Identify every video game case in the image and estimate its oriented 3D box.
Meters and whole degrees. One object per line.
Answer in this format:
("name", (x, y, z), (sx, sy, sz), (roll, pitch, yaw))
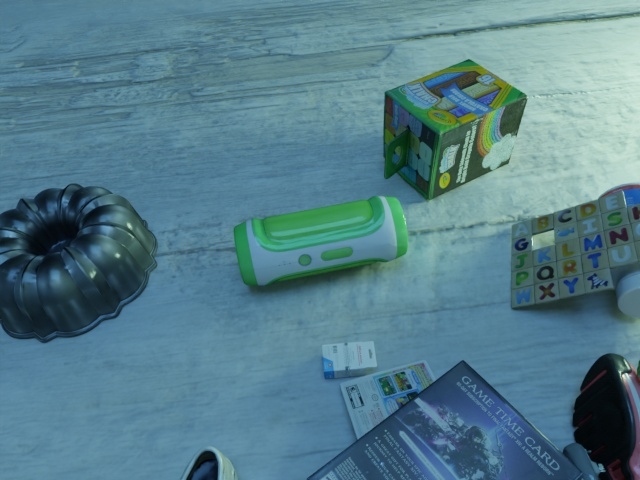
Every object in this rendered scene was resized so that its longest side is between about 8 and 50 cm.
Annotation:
("video game case", (0.149, 0.293, 0.616), (0.274, 0.026, 0.196), (-29, 50, -22))
("video game case", (0.116, 0.254, 0.725), (0.143, 0.019, 0.157), (-13, 38, -7))

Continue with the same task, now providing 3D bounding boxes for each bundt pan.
("bundt pan", (-0.486, 0.016, 0.937), (0.330, 0.124, 0.331), (-3, 49, 3))

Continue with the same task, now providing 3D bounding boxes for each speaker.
("speaker", (0.000, 0.000, 0.907), (0.296, 0.131, 0.131), (-11, 48, -4))

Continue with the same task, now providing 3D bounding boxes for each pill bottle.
("pill bottle", (0.539, 0.017, 0.845), (0.124, 0.124, 0.221), (7, 50, 11))

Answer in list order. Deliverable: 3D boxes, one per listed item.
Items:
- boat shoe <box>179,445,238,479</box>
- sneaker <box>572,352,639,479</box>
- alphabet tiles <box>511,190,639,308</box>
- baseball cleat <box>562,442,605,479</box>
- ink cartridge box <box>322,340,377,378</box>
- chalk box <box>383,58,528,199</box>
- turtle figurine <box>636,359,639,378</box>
("boat shoe", (-0.166, 0.387, 0.602), (0.096, 0.088, 0.267), (9, 50, 13))
("sneaker", (0.433, 0.299, 0.636), (0.136, 0.116, 0.314), (8, 50, -9))
("alphabet tiles", (0.438, 0.011, 0.844), (0.237, 0.009, 0.198), (-21, 37, 38))
("baseball cleat", (0.298, 0.347, 0.609), (0.109, 0.072, 0.206), (-2, 44, 12))
("ink cartridge box", (0.046, 0.190, 0.798), (0.083, 0.028, 0.048), (-5, 49, 1))
("chalk box", (0.244, -0.223, 1.046), (0.289, 0.180, 0.179), (-24, 51, -17))
("turtle figurine", (0.559, 0.202, 0.607), (0.274, 0.198, 0.266), (-44, 78, -3))
